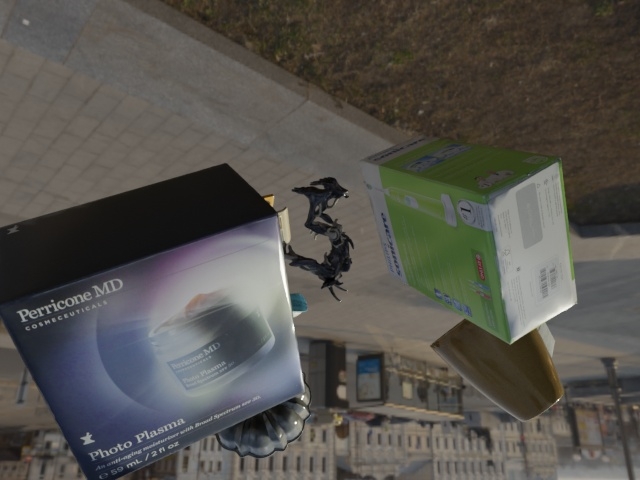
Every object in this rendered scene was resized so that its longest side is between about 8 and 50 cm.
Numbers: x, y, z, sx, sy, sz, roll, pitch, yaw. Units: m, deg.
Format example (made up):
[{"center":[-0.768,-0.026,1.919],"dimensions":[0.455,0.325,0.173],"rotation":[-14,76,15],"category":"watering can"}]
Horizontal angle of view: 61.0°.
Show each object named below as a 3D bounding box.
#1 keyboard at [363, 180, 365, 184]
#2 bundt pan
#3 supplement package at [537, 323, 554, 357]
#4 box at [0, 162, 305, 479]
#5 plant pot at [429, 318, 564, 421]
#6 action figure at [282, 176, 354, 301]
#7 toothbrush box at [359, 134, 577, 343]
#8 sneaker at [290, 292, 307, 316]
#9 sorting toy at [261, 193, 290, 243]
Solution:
[{"center":[0.215,-0.135,1.070],"dimensions":[0.256,0.014,0.072],"rotation":[-12,-159,-3],"category":"keyboard"},{"center":[-0.190,0.463,1.603],"dimensions":[0.331,0.330,0.124],"rotation":[1,151,1],"category":"bundt pan"},{"center":[0.594,0.246,1.663],"dimensions":[0.139,0.243,0.134],"rotation":[-27,-179,30],"category":"supplement package"},{"center":[-0.199,0.099,0.683],"dimensions":[0.297,0.183,0.293],"rotation":[-21,124,-21],"category":"box"},{"center":[0.423,0.274,1.247],"dimensions":[0.237,0.254,0.237],"rotation":[-33,164,-11],"category":"plant pot"},{"center":[0.000,0.000,1.226],"dimensions":[0.141,0.275,0.164],"rotation":[9,-153,28],"category":"action figure"},{"center":[0.192,-0.019,0.755],"dimensions":[0.122,0.206,0.283],"rotation":[-26,-156,-18],"category":"toothbrush box"},{"center":[-0.144,0.201,1.646],"dimensions":[0.092,0.087,0.229],"rotation":[-33,147,30],"category":"sneaker"},{"center":[-0.183,-0.011,1.743],"dimensions":[0.196,0.047,0.347],"rotation":[-23,147,-14],"category":"sorting toy"}]
